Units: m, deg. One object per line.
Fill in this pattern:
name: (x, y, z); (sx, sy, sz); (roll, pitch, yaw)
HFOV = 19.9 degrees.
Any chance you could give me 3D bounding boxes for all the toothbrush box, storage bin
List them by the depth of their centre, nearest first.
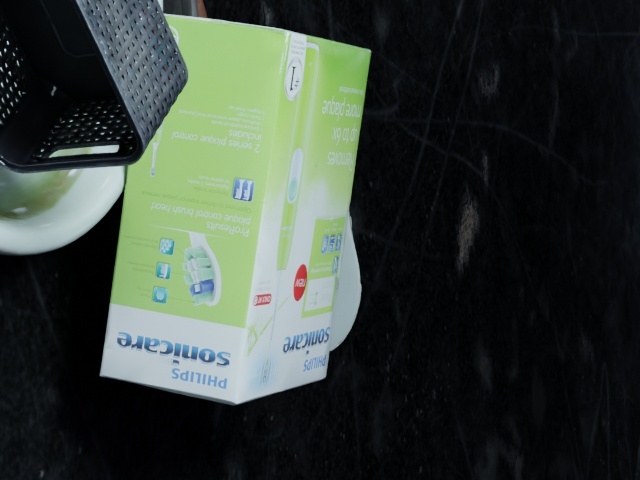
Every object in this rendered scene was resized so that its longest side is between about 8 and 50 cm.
storage bin: (-0.177, -0.141, 1.179); (0.180, 0.122, 0.084); (67, 32, -35)
toothbrush box: (-0.062, -0.027, 1.447); (0.206, 0.122, 0.283); (-2, 103, -71)

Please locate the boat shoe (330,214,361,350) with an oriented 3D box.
boat shoe: (0.000, 0.000, 1.806); (0.070, 0.077, 0.219); (-109, -160, -78)

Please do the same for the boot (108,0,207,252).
boot: (-0.085, -0.106, 1.626); (0.280, 0.096, 0.264); (-10, 96, -65)

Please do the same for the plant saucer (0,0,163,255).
plant saucer: (-0.251, -0.187, 1.286); (0.400, 0.100, 0.400); (14, 74, -62)
